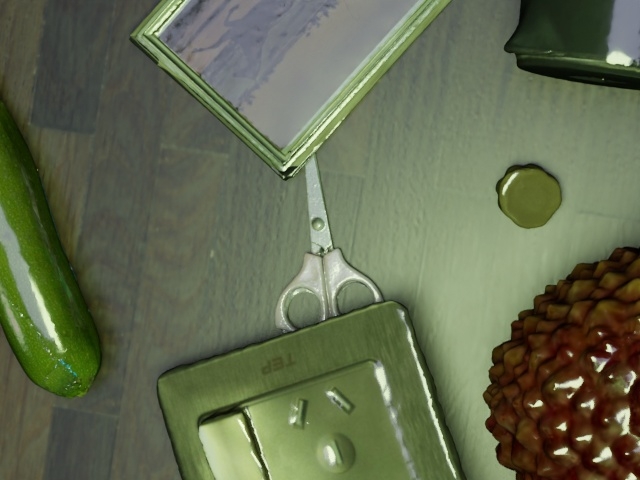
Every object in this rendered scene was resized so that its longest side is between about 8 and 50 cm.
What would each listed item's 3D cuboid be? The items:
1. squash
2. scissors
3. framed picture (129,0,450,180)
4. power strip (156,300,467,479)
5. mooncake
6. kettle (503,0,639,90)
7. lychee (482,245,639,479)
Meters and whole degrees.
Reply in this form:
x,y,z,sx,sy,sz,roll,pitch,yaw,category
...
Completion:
x,y,z,sx,sy,sz,roll,pitch,yaw,category
-0.276,-0.014,1.708,0.087,0.087,0.331,-20,87,8,squash
0.000,0.000,1.706,0.100,0.015,0.189,-8,88,7,scissors
-0.018,-0.209,1.698,0.197,0.014,0.252,42,94,5,framed picture
0.006,0.200,1.668,0.251,0.092,0.257,-18,90,16,power strip
0.085,-0.157,1.654,0.150,0.057,0.346,-21,90,-8,mooncake
0.286,-0.277,1.591,0.203,0.262,0.308,10,93,38,kettle
0.296,0.131,1.522,0.330,0.306,0.306,5,92,1,lychee
